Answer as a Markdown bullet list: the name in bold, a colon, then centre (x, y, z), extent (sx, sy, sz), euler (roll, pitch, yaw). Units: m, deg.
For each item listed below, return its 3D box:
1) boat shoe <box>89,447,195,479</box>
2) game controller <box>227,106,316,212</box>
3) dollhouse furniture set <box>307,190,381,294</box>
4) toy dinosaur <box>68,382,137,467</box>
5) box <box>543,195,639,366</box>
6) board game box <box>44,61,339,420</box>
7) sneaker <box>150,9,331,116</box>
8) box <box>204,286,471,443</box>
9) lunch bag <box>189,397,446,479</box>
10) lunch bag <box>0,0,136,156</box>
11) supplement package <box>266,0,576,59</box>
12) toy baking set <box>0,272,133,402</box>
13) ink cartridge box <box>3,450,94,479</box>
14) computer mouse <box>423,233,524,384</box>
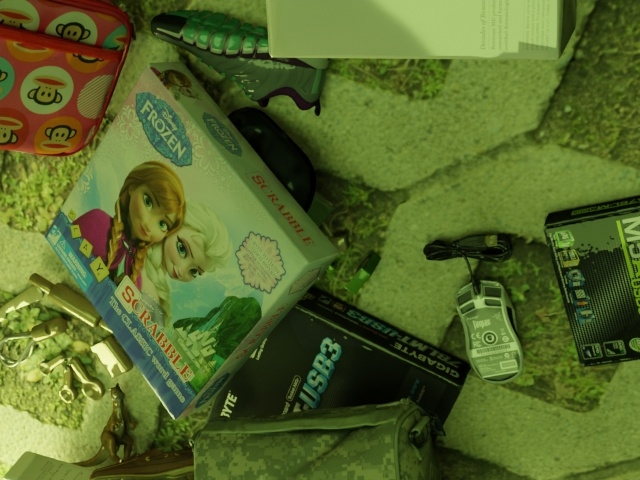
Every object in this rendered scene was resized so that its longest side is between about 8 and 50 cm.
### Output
- **boat shoe**: centre (-0.247, 0.338, 1.396), extent (0.178, 0.060, 0.064), euler (-4, 133, -13)
- **game controller**: centre (-0.116, -0.006, 1.216), extent (0.166, 0.067, 0.319), euler (42, 122, 22)
- **dollhouse furniture set**: centre (0.000, 0.000, 1.198), extent (0.152, 0.058, 0.076), euler (40, 119, 0)
- **toy dinosaur**: centre (-0.316, 0.307, 1.458), extent (0.112, 0.064, 0.211), euler (44, 121, 29)
- **box**: centre (0.368, 0.043, 1.091), extent (0.184, 0.045, 0.190), euler (-10, 109, 26)
- **board game box**: centre (-0.175, 0.004, 1.177), extent (0.318, 0.066, 0.318), euler (50, 124, 17)
- **sneaker**: centre (-0.100, -0.208, 1.136), extent (0.224, 0.083, 0.098), euler (15, 121, 13)
- **box**: centre (0.009, 0.226, 1.287), extent (0.293, 0.073, 0.295), euler (26, 118, 7)
- **lunch bag**: centre (0.006, 0.326, 1.167), extent (0.305, 0.212, 0.256), euler (-7, 109, 21)
- **lunch bag**: centre (-0.375, -0.236, 1.116), extent (0.120, 0.293, 0.258), euler (53, 125, 39)
- **supplement package**: centre (0.106, -0.285, 0.970), extent (0.293, 0.177, 0.175), euler (4, 113, 18)
- **toy baking set**: centre (-0.401, 0.146, 1.424), extent (0.256, 0.030, 0.196), euler (34, 119, 4)
- **ink cartridge box**: centre (-0.344, 0.483, 1.502), extent (0.261, 0.066, 0.296), euler (9, 124, 18)
- **computer mouse**: centre (0.199, 0.083, 1.173), extent (0.106, 0.042, 0.192), euler (-12, 102, 19)
